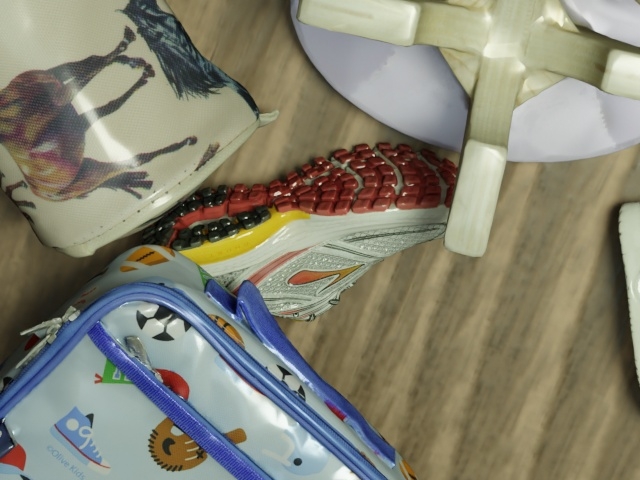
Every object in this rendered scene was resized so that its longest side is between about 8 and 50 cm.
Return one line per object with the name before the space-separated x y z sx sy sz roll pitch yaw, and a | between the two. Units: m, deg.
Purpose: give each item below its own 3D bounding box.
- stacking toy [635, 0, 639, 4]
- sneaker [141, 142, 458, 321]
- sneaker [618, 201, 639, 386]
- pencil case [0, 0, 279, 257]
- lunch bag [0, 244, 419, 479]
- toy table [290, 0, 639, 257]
stacking toy | 0.284 -0.266 1.054 0.141 0.141 0.330 35 60 -1
sneaker | 0.000 0.000 1.227 0.225 0.088 0.092 -13 121 7
sneaker | 0.249 0.046 1.212 0.085 0.058 0.152 -7 94 16
pencil case | -0.202 -0.194 1.163 0.160 0.183 0.410 -27 98 39
lunch bag | -0.085 0.158 1.180 0.243 0.115 0.303 -43 103 15
toy table | 0.112 -0.127 1.142 0.274 0.161 0.252 1 101 5
